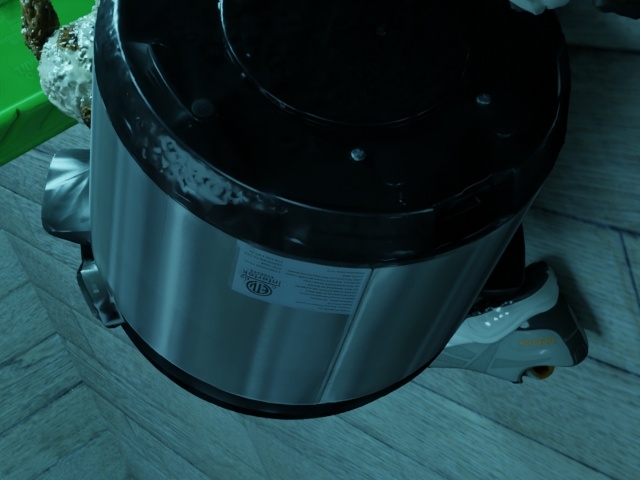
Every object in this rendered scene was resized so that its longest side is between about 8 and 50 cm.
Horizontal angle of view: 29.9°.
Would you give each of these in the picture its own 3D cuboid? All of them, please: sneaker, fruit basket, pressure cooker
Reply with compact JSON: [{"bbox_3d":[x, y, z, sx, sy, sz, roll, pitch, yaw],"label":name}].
[{"bbox_3d":[0.177,0.107,1.243,0.108,0.100,0.271,52,157,-3],"label":"sneaker"},{"bbox_3d":[-0.501,-0.252,1.757,0.283,0.392,0.392,61,156,-9],"label":"fruit basket"},{"bbox_3d":[-0.022,-0.051,1.023,0.370,0.375,0.420,44,151,17],"label":"pressure cooker"}]

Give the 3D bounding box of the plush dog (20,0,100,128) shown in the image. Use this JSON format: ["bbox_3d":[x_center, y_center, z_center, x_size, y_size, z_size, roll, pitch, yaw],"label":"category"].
[{"bbox_3d":[-0.236,-0.230,1.448,0.262,0.225,0.211,46,155,22],"label":"plush dog"}]

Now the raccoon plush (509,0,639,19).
[{"bbox_3d":[0.194,-0.311,0.632,0.299,0.216,0.447,45,125,36],"label":"raccoon plush"}]
